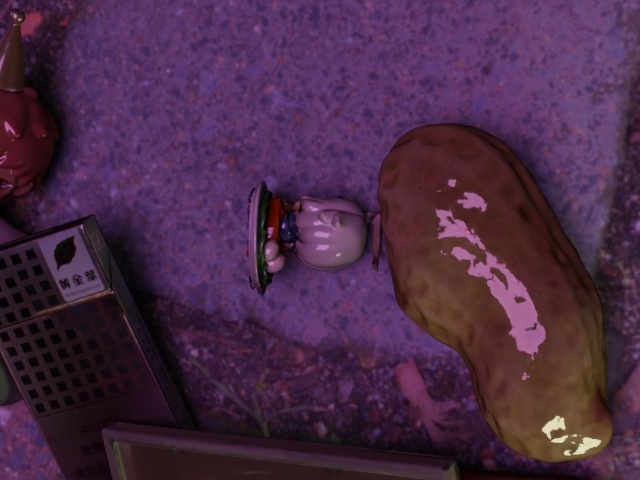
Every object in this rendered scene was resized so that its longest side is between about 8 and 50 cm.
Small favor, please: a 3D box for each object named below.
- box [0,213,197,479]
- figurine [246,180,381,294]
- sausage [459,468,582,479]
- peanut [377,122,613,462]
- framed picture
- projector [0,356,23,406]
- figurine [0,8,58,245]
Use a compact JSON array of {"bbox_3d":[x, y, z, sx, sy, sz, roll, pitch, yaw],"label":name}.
[{"bbox_3d":[-0.280,0.141,1.550,0.180,0.047,0.325,-16,109,20],"label":"box"},{"bbox_3d":[0.000,0.000,1.463,0.154,0.132,0.132,0,95,5],"label":"figurine"},{"bbox_3d":[0.203,0.312,1.408,0.258,0.133,0.133,1,96,18],"label":"sausage"},{"bbox_3d":[0.181,0.057,1.369,0.192,0.169,0.387,-30,85,25],"label":"peanut"},{"bbox_3d":[-0.035,0.370,1.469,0.446,0.028,0.326,2,110,30],"label":"framed picture"},{"bbox_3d":[-0.456,0.161,1.509,0.108,0.337,0.108,1,92,21],"label":"projector"},{"bbox_3d":[-0.412,-0.086,1.562,0.207,0.166,0.387,31,108,-4],"label":"figurine"}]
